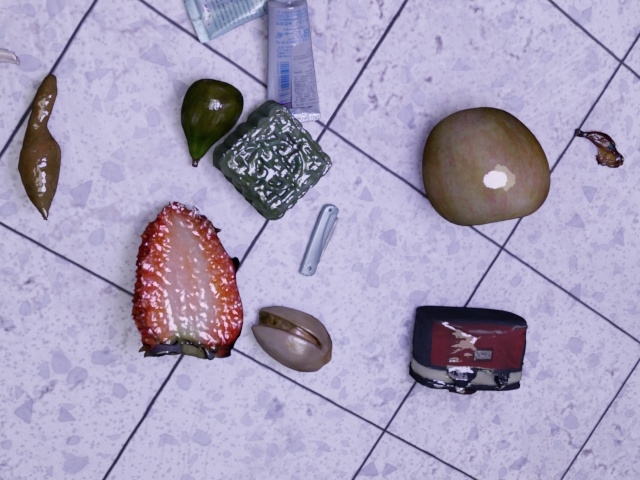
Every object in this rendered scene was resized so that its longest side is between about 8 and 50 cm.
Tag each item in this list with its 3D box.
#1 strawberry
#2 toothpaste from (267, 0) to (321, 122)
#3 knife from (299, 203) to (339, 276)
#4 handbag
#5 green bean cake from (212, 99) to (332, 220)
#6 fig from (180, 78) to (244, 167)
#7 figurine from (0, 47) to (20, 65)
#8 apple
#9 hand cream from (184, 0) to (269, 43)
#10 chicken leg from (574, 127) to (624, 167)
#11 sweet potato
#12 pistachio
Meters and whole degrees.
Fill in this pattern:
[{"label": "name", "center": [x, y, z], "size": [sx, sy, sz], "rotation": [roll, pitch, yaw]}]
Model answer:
[{"label": "strawberry", "center": [-0.270, 0.088, 1.411], "size": [0.233, 0.137, 0.306], "rotation": [7, 74, -34]}, {"label": "toothpaste", "center": [-0.059, -0.365, 1.368], "size": [0.114, 0.073, 0.299], "rotation": [-10, 125, -12]}, {"label": "knife", "center": [0.000, 0.000, 1.500], "size": [0.044, 0.023, 0.162], "rotation": [19, 95, -21]}, {"label": "handbag", "center": [0.325, 0.246, 1.553], "size": [0.254, 0.181, 0.181], "rotation": [3, 98, -12]}, {"label": "green bean cake", "center": [-0.095, -0.156, 1.395], "size": [0.183, 0.094, 0.185], "rotation": [-43, 116, -3]}, {"label": "fig", "center": [-0.224, -0.227, 1.365], "size": [0.117, 0.117, 0.177], "rotation": [24, 116, -18]}, {"label": "figurine", "center": [-0.629, -0.338, 1.249], "size": [0.187, 0.083, 0.083], "rotation": [4, 100, -9]}, {"label": "apple", "center": [0.332, -0.149, 1.438], "size": [0.256, 0.257, 0.234], "rotation": [-8, 88, -13]}, {"label": "hand cream", "center": [-0.091, -0.475, 1.363], "size": [0.331, 0.058, 0.085], "rotation": [-23, 107, -9]}, {"label": "chicken leg", "center": [0.640, -0.216, 1.620], "size": [0.062, 0.037, 0.145], "rotation": [-43, 110, 11]}, {"label": "sweet potato", "center": [-0.517, -0.171, 1.309], "size": [0.074, 0.075, 0.269], "rotation": [3, 89, -15]}, {"label": "pistachio", "center": [-0.056, 0.206, 1.485], "size": [0.185, 0.124, 0.124], "rotation": [31, 92, -2]}]
